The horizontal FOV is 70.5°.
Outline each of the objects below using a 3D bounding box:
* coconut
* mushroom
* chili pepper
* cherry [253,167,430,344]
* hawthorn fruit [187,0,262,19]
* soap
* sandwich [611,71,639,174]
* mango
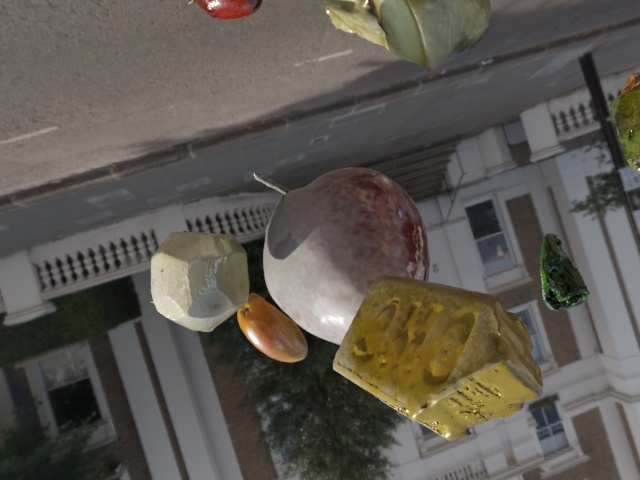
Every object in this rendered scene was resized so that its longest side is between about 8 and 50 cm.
[{"bbox_3d":[-0.197,0.067,0.744,0.161,0.162,0.161,4,-178,0],"label":"coconut"},{"bbox_3d":[0.159,-0.450,0.784,0.217,0.212,0.292,-38,-140,-10],"label":"mushroom"},{"bbox_3d":[0.612,0.076,1.162,0.108,0.216,0.062,6,151,1],"label":"chili pepper"},{"bbox_3d":[0.038,0.039,0.848,0.326,0.335,0.291,-18,151,28],"label":"cherry"},{"bbox_3d":[-0.194,-0.512,0.901,0.172,0.148,0.148,-10,-178,20],"label":"hawthorn fruit"},{"bbox_3d":[0.133,0.133,0.544,0.160,0.080,0.257,-62,-155,-12],"label":"soap"},{"bbox_3d":[0.616,-0.241,0.821,0.162,0.250,0.301,2,-147,12],"label":"sandwich"},{"bbox_3d":[-0.116,0.225,1.119,0.102,0.217,0.141,-49,-162,-5],"label":"mango"}]
